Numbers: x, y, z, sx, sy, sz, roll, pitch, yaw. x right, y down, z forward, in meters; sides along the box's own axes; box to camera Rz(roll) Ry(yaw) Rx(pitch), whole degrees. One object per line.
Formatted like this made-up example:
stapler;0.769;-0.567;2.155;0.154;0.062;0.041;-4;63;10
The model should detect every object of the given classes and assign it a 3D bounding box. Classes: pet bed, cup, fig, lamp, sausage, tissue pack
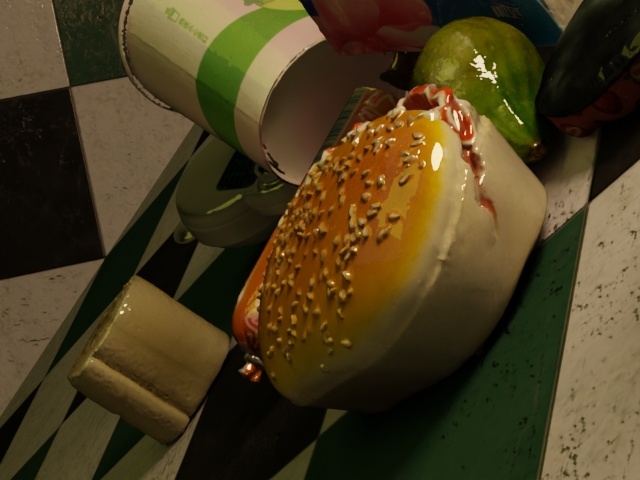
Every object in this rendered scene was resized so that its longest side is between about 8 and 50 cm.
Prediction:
pet bed;0.236;-0.166;1.213;0.201;0.053;0.201;-53;13;18
cup;-0.057;-0.198;1.814;0.253;0.253;0.274;-54;45;9
fig;0.141;-0.111;1.307;0.123;0.123;0.156;-56;32;1
lamp;-0.071;-0.066;1.975;0.246;0.108;0.179;-11;46;47
sausage;0.000;0.000;1.585;0.312;0.093;0.093;-61;13;-19
tissue pack;0.134;-0.271;1.447;0.270;0.137;0.209;2;60;43

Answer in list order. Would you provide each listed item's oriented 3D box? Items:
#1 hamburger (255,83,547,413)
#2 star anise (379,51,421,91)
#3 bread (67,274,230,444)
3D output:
hamburger;0.045;0.014;1.249;0.295;0.151;0.227;-36;29;53
star anise;0.155;-0.238;1.579;0.220;0.099;0.214;-20;37;35
bread;-0.196;0.135;1.857;0.148;0.141;0.134;-59;14;-16
